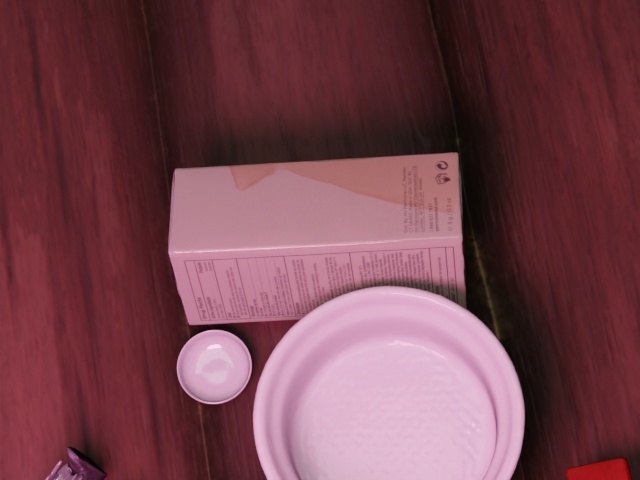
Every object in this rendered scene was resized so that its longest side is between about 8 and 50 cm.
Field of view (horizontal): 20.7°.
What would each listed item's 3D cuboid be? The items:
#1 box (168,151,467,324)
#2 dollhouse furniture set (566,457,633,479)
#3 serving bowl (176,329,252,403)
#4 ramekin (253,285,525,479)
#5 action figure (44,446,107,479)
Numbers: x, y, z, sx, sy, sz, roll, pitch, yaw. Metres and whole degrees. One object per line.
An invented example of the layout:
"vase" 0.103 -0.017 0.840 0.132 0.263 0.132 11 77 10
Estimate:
"box" 0.000 0.000 1.891 0.311 0.148 0.121 -2 54 4
"dollhouse furniture set" 0.356 0.354 1.678 0.201 0.152 0.374 -12 49 8
"serving bowl" -0.115 0.142 1.933 0.083 0.027 0.083 -2 73 6
"ramekin" 0.075 0.197 1.841 0.277 0.135 0.277 -1 74 5
"action figure" -0.323 0.356 1.855 0.185 0.099 0.285 42 85 10
